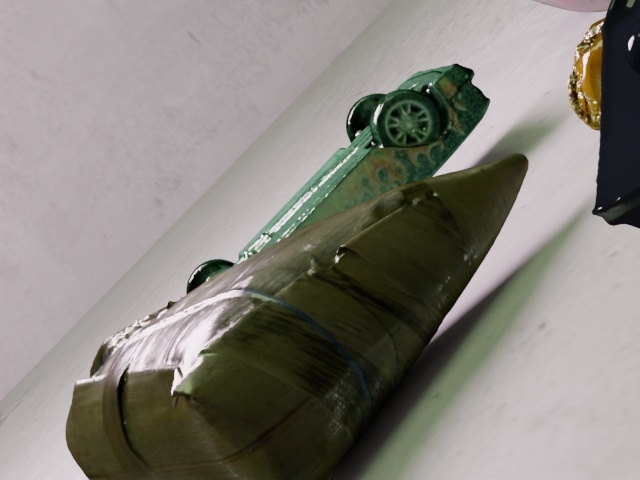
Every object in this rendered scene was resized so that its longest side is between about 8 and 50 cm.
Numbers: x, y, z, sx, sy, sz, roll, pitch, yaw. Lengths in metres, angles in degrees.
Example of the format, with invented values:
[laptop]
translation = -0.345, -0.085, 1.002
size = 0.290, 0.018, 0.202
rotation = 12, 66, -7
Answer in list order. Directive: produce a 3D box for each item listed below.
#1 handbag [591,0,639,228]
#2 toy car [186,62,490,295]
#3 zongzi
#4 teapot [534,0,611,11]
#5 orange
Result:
[handbag]
translation = 0.237, -0.117, 0.749
size = 0.269, 0.118, 0.325
rotation = -40, 12, 21
[toy car]
translation = 0.000, 0.000, 1.307
size = 0.320, 0.097, 0.141
rotation = -46, 8, -5
[zongzi]
translation = -0.018, 0.051, 1.076
size = 0.274, 0.125, 0.251
rotation = -47, 16, -29
[teapot]
translation = 0.191, -0.284, 1.315
size = 0.221, 0.163, 0.178
rotation = 54, -126, -77
[orange]
translation = 0.188, -0.109, 1.085
size = 0.086, 0.062, 0.086
rotation = -40, 10, 8
